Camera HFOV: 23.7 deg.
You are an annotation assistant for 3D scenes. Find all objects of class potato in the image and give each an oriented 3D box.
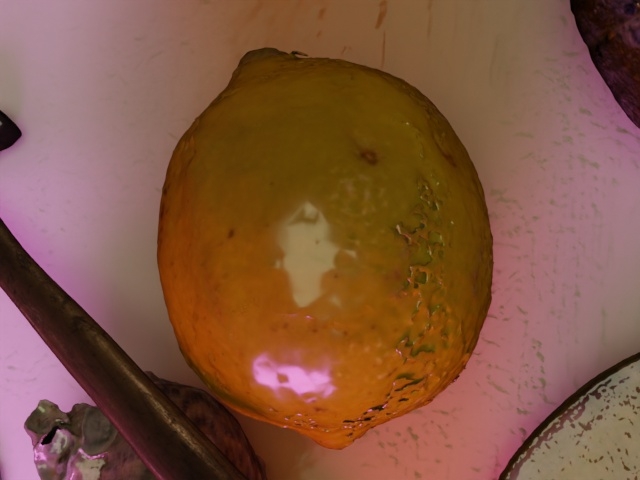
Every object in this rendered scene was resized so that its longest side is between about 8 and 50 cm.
[{"bbox_3d":[0.284,0.196,1.183,0.269,0.112,0.255,29,87,5],"label":"potato"}]

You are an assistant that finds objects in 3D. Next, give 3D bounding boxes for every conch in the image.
[{"bbox_3d":[-0.114,0.228,1.195,0.291,0.159,0.210,31,78,4],"label":"conch"}]

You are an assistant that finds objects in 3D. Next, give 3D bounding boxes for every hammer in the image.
[{"bbox_3d":[-0.195,0.067,1.179,0.168,0.044,0.440,-49,56,0],"label":"hammer"}]

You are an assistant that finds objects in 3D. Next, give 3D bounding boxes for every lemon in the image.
[{"bbox_3d":[0.000,0.000,1.147,0.258,0.258,0.310,-14,81,6],"label":"lemon"}]

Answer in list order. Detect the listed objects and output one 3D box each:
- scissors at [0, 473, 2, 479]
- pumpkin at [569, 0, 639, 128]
[{"bbox_3d":[-0.270,0.405,1.276,0.192,0.029,0.447,-3,88,6],"label":"scissors"},{"bbox_3d":[0.334,-0.201,1.131,0.320,0.192,0.320,5,102,25],"label":"pumpkin"}]
